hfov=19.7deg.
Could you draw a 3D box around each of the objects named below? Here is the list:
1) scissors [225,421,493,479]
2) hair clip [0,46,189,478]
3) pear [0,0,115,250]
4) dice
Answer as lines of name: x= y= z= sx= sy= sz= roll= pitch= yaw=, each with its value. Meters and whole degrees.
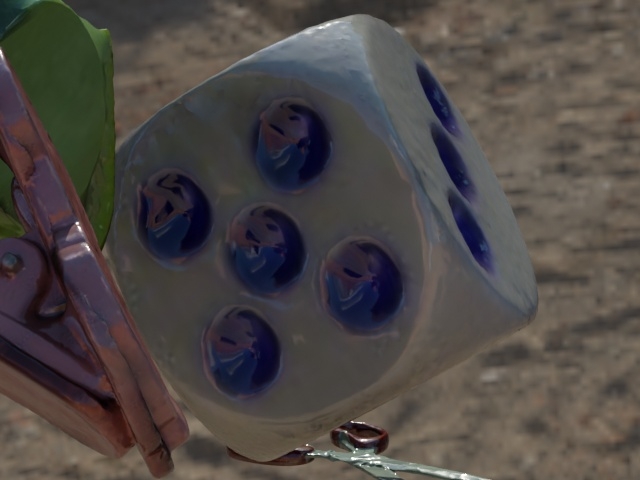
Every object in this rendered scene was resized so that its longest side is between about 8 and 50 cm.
scissors: x=0.039 y=0.177 z=1.462 sx=0.144 sy=0.017 sz=0.248 roll=-4 pitch=7 yaw=-32
hair clip: x=-0.089 y=0.009 z=0.660 sx=0.138 sy=0.123 sz=0.102 roll=25 pitch=70 yaw=23
pear: x=-0.233 y=-0.036 z=0.880 sx=0.286 sy=0.282 sz=0.176 roll=-3 pitch=64 yaw=20
dice: x=0.000 y=0.000 z=1.336 sx=0.243 sy=0.251 sz=0.259 roll=-28 pitch=-5 yaw=19
